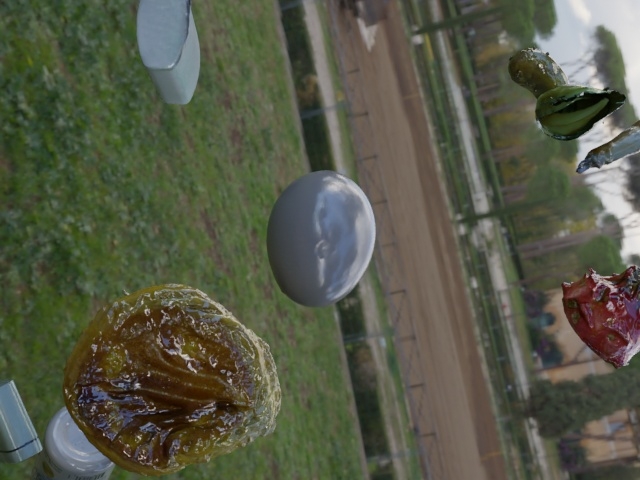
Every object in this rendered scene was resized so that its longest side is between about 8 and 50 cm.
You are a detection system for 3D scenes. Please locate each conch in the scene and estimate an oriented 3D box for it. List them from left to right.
[{"bbox_3d":[0.358,-0.189,1.196,0.201,0.095,0.079,77,16,-86],"label":"conch"}]

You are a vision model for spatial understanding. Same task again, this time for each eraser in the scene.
[{"bbox_3d":[-0.304,-0.402,1.699,0.290,0.104,0.189,128,-39,-84],"label":"eraser"}]

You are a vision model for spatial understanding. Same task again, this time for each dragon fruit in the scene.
[{"bbox_3d":[0.445,0.101,1.228,0.153,0.111,0.153,23,43,-23],"label":"dragon fruit"}]

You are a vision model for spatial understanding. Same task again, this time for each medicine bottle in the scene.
[{"bbox_3d":[-0.514,0.466,1.737,0.288,0.157,0.156,123,-27,-44],"label":"medicine bottle"}]

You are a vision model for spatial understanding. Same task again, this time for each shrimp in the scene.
[{"bbox_3d":[0.488,-0.172,1.100,0.185,0.287,0.068,-23,93,-54],"label":"shrimp"}]

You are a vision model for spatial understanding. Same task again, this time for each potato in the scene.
[{"bbox_3d":[0.416,-0.312,1.575,0.138,0.092,0.070,33,76,-25],"label":"potato"}]

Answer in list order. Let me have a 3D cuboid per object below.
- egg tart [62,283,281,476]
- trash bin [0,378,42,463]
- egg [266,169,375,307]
[{"bbox_3d":[-0.265,0.233,1.456,0.339,0.352,0.153,62,-5,-7],"label":"egg tart"},{"bbox_3d":[-0.534,0.306,1.406,0.059,0.116,0.129,-26,98,-41],"label":"trash bin"},{"bbox_3d":[0.000,0.000,1.338,0.176,0.176,0.231,58,33,-56],"label":"egg"}]
